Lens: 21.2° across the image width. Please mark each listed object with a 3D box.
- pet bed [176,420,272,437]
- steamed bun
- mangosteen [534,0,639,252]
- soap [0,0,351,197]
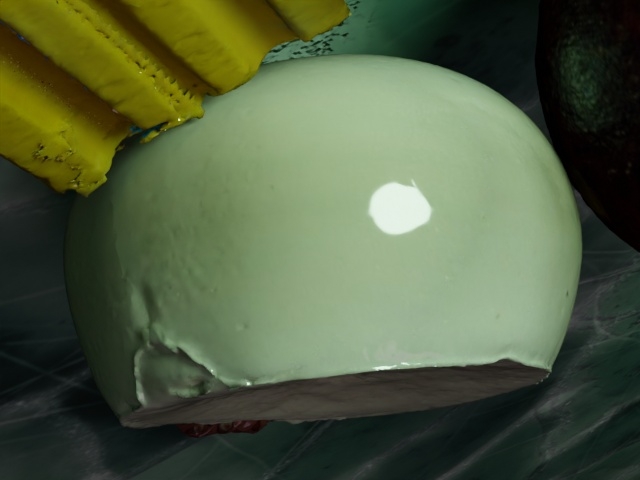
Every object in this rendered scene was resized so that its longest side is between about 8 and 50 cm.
[{"bbox_3d":[-0.041,0.104,1.442,0.201,0.053,0.201,-18,154,-9],"label":"pet bed"},{"bbox_3d":[0.000,0.000,1.047,0.324,0.206,0.324,-7,170,-1],"label":"steamed bun"},{"bbox_3d":[0.296,-0.113,1.008,0.306,0.306,0.359,-14,-166,-28],"label":"mangosteen"},{"bbox_3d":[-0.126,-0.148,0.792,0.204,0.096,0.324,-31,156,7],"label":"soap"}]
